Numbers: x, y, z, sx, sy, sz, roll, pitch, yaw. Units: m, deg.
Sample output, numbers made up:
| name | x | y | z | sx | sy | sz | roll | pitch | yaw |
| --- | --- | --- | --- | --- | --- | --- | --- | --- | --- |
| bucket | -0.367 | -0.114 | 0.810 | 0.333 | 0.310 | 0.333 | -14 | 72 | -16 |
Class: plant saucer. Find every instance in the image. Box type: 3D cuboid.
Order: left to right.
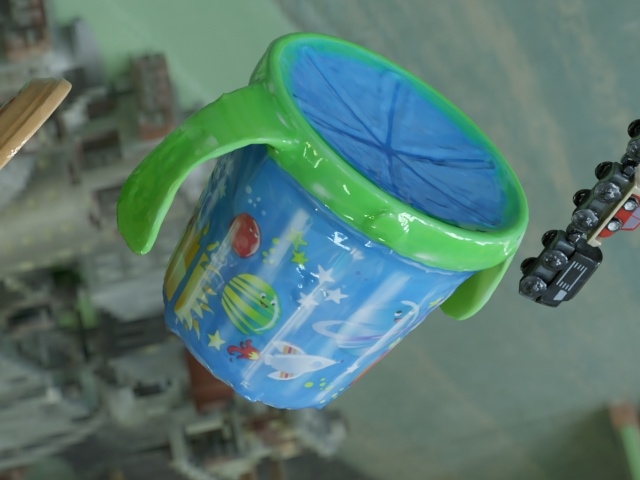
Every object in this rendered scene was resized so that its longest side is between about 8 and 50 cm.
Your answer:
| name | x | y | z | sx | sy | sz | roll | pitch | yaw |
| --- | --- | --- | --- | --- | --- | --- | --- | --- | --- |
| plant saucer | -0.336 | -0.099 | 2.037 | 0.037 | 0.200 | 0.200 | 43 | 138 | -11 |

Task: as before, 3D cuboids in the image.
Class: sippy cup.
| name | x | y | z | sx | sy | sz | roll | pitch | yaw |
| --- | --- | --- | --- | --- | --- | --- | --- | --- | --- |
| sippy cup | 0.000 | 0.000 | 1.498 | 0.305 | 0.240 | 0.224 | 32 | 116 | -10 |

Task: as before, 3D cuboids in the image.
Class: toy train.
| name | x | y | z | sx | sy | sz | roll | pitch | yaw |
| --- | --- | --- | --- | --- | --- | --- | --- | --- | --- |
| toy train | 0.156 | -0.021 | 1.045 | 0.036 | 0.027 | 0.158 | 27 | 126 | -11 |
